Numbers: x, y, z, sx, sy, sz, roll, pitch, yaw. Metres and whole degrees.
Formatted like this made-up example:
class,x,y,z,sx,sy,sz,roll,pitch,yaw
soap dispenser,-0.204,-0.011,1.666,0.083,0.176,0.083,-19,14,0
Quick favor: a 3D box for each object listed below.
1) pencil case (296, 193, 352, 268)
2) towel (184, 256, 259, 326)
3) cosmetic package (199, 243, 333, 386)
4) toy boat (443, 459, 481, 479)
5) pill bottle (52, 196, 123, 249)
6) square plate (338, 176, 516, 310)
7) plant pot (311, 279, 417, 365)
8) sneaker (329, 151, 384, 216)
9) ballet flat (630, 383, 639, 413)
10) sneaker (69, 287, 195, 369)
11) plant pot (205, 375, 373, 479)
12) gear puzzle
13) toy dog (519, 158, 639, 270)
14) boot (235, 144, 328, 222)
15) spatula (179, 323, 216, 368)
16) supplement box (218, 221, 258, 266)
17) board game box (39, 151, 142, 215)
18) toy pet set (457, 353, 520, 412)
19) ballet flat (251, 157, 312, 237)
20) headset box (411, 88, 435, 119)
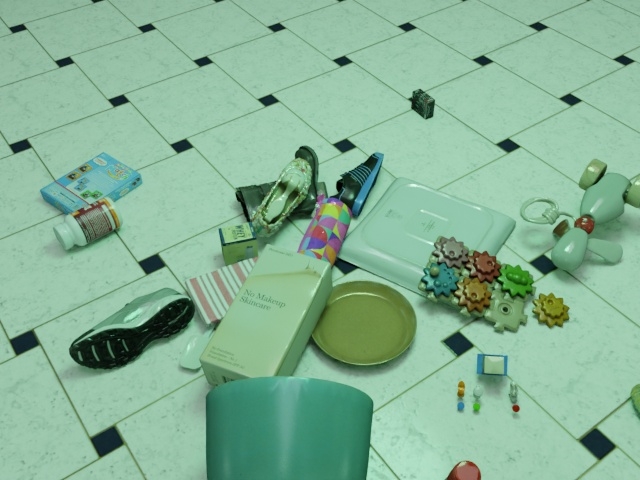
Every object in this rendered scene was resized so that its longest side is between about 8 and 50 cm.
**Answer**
class,x,y,z,sx,sy,sz,roll,pitch,yaw
pencil case,0.000,0.000,1.654,0.105,0.104,0.236,10,47,11
towel,-0.195,0.117,1.582,0.197,0.029,0.144,-18,47,-20
cosmetic package,-0.104,0.171,1.441,0.160,0.113,0.309,16,55,15
toy boat,0.300,0.513,1.124,0.268,0.148,0.318,-22,56,-13
pill bottle,-0.576,-0.040,1.715,0.152,0.086,0.086,-32,53,-28
square plate,0.262,-0.018,1.708,0.344,0.049,0.347,24,50,22
plant pot,0.092,0.184,1.519,0.237,0.032,0.236,0,44,0
sneaker,0.098,-0.163,1.830,0.091,0.081,0.232,22,49,8
ballet flat,0.733,0.366,1.267,0.123,0.123,0.348,-23,49,-21
sneaker,-0.409,0.186,1.491,0.272,0.100,0.108,-26,36,-28
plant pot,-0.054,0.385,1.153,0.293,0.293,0.235,0,61,1
gear puzzle,0.396,0.109,1.545,0.339,0.044,0.175,24,59,7
toy dog,0.662,-0.048,1.693,0.334,0.161,0.220,-32,54,-8
boot,-0.110,-0.144,1.811,0.229,0.091,0.262,-9,47,-9
spatula,-0.187,0.199,1.517,0.168,0.019,0.242,11,46,13
supplement box,-0.196,0.010,1.660,0.083,0.083,0.056,-12,46,-11
board game box,-0.611,-0.145,1.855,0.160,0.039,0.211,30,53,27
toy pet set,0.339,0.288,1.407,0.122,0.065,0.114,3,80,7
ballet flat,-0.085,-0.110,1.702,0.091,0.077,0.240,31,70,-6
headset box,0.312,-0.411,2.093,0.032,0.062,0.083,-23,50,-20
